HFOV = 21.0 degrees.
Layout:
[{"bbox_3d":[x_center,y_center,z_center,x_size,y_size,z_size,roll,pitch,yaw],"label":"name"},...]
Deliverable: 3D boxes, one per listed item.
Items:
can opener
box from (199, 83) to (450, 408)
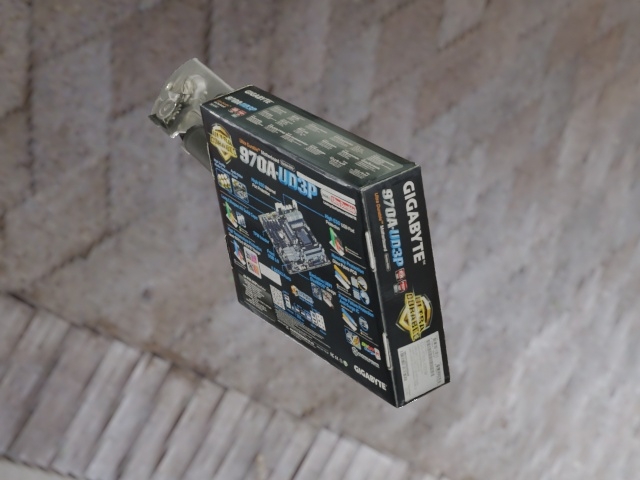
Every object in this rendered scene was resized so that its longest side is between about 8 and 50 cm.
[{"bbox_3d":[-0.074,-0.087,1.616,0.076,0.283,0.095,-51,130,3],"label":"can opener"},{"bbox_3d":[0.000,0.000,1.241,0.051,0.220,0.175,-24,120,-25],"label":"box"}]
